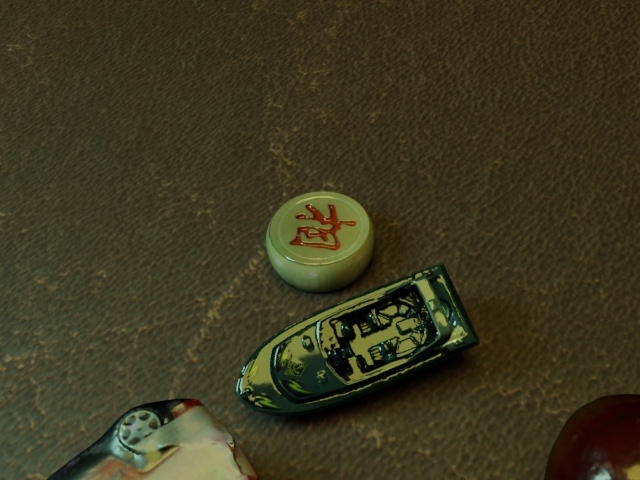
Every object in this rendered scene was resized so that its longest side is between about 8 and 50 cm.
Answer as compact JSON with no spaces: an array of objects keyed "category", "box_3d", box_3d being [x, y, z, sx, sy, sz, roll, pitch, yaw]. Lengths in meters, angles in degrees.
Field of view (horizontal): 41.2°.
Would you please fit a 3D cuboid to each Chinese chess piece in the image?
[{"category":"Chinese chess piece","box_3d":[0.000,0.000,0.945,0.122,0.051,0.122,-4,49,5]}]

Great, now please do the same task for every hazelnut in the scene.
[{"category":"hazelnut","box_3d":[0.275,0.213,0.663,0.203,0.178,0.178,9,51,8]}]

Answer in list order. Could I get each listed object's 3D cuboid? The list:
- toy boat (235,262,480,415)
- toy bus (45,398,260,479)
[{"category":"toy boat","box_3d":[0.033,0.103,0.823,0.246,0.103,0.093,-22,74,-5]},{"category":"toy bus","box_3d":[-0.183,0.263,0.692,0.302,0.128,0.147,-38,58,-23]}]
